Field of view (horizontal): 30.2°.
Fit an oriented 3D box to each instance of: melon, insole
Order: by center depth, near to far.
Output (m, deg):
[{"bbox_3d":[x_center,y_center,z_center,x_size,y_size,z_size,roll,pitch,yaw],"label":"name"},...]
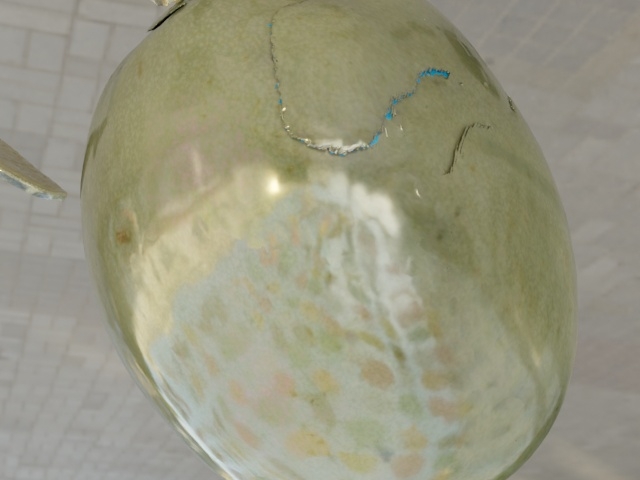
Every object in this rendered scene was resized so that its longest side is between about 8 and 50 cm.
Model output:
[{"bbox_3d":[0.000,0.000,0.669,0.268,0.268,0.330,-16,113,36],"label":"melon"},{"bbox_3d":[-0.271,-0.092,0.833,0.248,0.011,0.081,33,-173,19],"label":"insole"}]
